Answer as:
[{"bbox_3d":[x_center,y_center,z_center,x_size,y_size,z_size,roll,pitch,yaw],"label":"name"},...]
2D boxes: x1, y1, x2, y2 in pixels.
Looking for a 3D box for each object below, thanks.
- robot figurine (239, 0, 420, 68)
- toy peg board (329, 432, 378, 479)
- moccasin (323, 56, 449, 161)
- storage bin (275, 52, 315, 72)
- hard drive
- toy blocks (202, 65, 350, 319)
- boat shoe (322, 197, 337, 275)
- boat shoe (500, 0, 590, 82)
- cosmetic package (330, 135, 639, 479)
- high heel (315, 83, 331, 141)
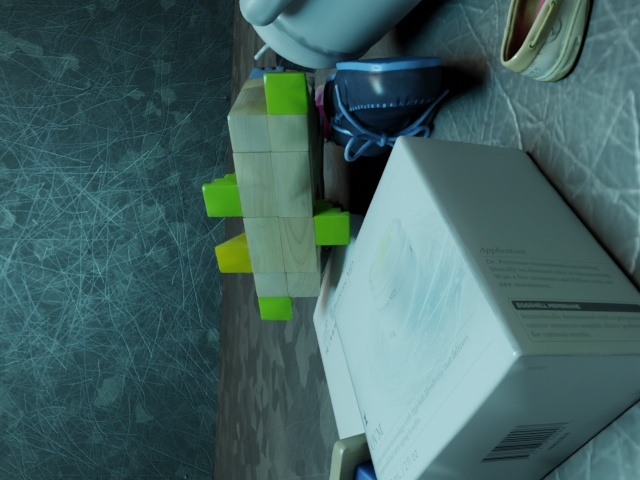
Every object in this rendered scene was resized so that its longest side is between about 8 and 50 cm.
[{"bbox_3d":[0.032,-0.337,0.595,0.199,0.300,0.353,55,145,-6],"label":"robot figurine"},{"bbox_3d":[0.091,0.265,0.491,0.079,0.161,0.160,20,107,53],"label":"toy peg board"},{"bbox_3d":[0.077,-0.163,0.661,0.342,0.138,0.116,-102,11,-78],"label":"moccasin"},{"bbox_3d":[-0.032,-0.444,1.064,0.180,0.084,0.122,142,128,-66],"label":"storage bin"},{"bbox_3d":[0.058,0.151,0.726,0.353,0.047,0.233,-106,26,-55],"label":"hard drive"},{"bbox_3d":[-0.049,-0.106,0.795,0.260,0.191,0.381,-85,-8,-54],"label":"toy blocks"},{"bbox_3d":[0.000,0.000,0.943,0.049,0.056,0.152,-131,46,-72],"label":"boat shoe"},{"bbox_3d":[0.182,-0.217,0.412,0.063,0.059,0.170,-151,65,-70],"label":"boat shoe"},{"bbox_3d":[0.118,0.069,0.443,0.224,0.138,0.224,-104,25,-45],"label":"cosmetic package"},{"bbox_3d":[-0.035,-0.200,1.044,0.244,0.082,0.117,-33,46,53],"label":"high heel"}]
